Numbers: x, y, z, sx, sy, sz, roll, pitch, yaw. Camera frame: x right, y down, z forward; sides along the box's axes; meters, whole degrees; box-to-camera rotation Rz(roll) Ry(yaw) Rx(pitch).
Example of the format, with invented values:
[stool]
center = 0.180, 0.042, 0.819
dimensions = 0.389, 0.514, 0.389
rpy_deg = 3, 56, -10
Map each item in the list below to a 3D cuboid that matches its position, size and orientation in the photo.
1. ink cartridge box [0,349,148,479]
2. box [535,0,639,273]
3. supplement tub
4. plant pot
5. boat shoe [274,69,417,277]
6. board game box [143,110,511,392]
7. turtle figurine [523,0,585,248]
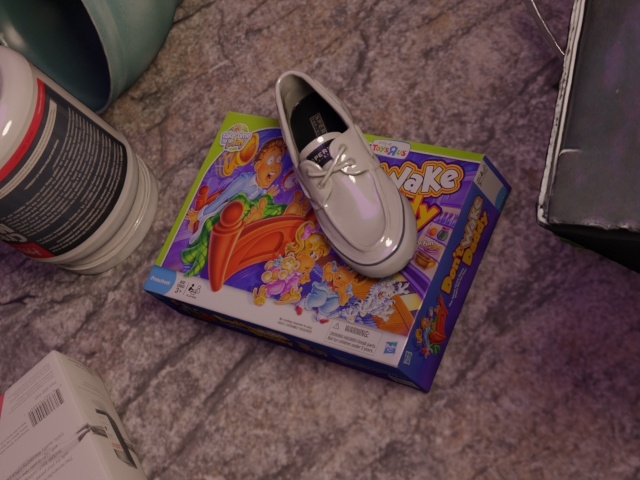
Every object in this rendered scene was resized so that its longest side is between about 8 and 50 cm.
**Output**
[ink cartridge box]
center = -0.288, 0.257, 1.322
dimensions = 0.158, 0.092, 0.218
rpy_deg = -40, 49, 7
[box]
center = 0.403, -0.175, 0.804
dimensions = 0.297, 0.480, 0.472
rpy_deg = 9, 85, 36
[supplement tub]
center = -0.338, -0.088, 1.423
dimensions = 0.191, 0.272, 0.191
rpy_deg = -15, 58, 25
[plant pot]
center = -0.296, -0.336, 1.555
dimensions = 0.293, 0.293, 0.196
rpy_deg = 24, 53, 39
[boat shoe]
center = 0.012, -0.071, 1.211
dimensions = 0.095, 0.084, 0.258
rpy_deg = -38, 51, 9
[board game box]
center = 0.000, 0.000, 1.287
dimensions = 0.347, 0.078, 0.233
rpy_deg = 13, 72, 36
[turtle figurine]
center = 0.254, -0.141, 1.133
dimensions = 0.198, 0.274, 0.266
rpy_deg = -14, 56, 67
